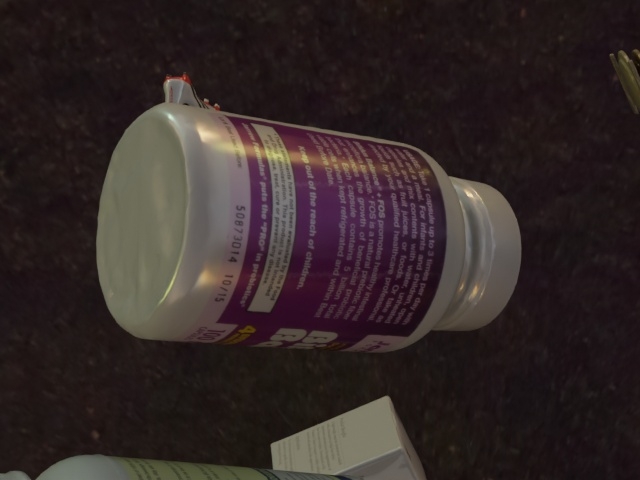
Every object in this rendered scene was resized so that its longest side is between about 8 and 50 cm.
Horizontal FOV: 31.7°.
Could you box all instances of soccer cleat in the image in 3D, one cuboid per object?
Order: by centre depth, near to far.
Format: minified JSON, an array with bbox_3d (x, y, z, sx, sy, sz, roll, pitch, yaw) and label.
[{"bbox_3d":[-0.099,-0.097,0.873,0.029,0.083,0.035,-5,66,18],"label":"soccer cleat"}]

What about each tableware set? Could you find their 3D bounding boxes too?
[{"bbox_3d":[0.396,-0.136,1.301,0.039,0.128,0.194,-24,100,9],"label":"tableware set"}]

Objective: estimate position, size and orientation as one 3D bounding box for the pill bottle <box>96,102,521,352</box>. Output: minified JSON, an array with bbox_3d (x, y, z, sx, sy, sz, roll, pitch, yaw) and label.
[{"bbox_3d":[0.000,0.000,0.852,0.302,0.169,0.169,7,60,-33],"label":"pill bottle"}]

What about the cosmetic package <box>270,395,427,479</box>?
[{"bbox_3d":[0.046,0.335,1.526,0.184,0.151,0.151,-23,110,4],"label":"cosmetic package"}]

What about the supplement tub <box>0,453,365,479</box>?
[{"bbox_3d":[-0.103,0.282,0.827,0.325,0.235,0.235,11,62,-28],"label":"supplement tub"}]
